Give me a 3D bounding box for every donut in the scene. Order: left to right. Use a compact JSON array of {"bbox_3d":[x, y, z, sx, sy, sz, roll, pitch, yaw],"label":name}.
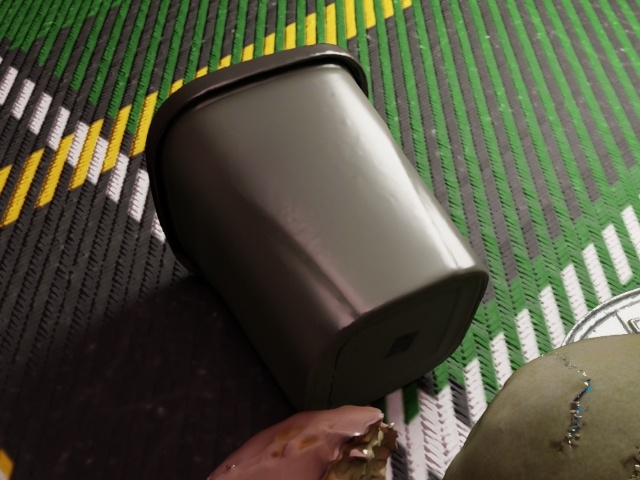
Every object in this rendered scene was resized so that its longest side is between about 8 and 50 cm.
[{"bbox_3d":[-0.013,0.229,0.465,0.199,0.085,0.233,-29,42,15],"label":"donut"}]

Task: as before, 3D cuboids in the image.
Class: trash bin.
[{"bbox_3d":[0.000,0.000,0.642,0.219,0.219,0.250,-23,58,-19],"label":"trash bin"}]

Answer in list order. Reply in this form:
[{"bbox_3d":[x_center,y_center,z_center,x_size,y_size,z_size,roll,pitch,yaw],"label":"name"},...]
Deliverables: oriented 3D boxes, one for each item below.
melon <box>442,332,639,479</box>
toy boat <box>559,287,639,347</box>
[{"bbox_3d":[0.218,0.195,0.425,0.268,0.269,0.330,-23,39,-22],"label":"melon"},{"bbox_3d":[0.348,0.089,0.645,0.319,0.092,0.141,-10,46,-10],"label":"toy boat"}]
